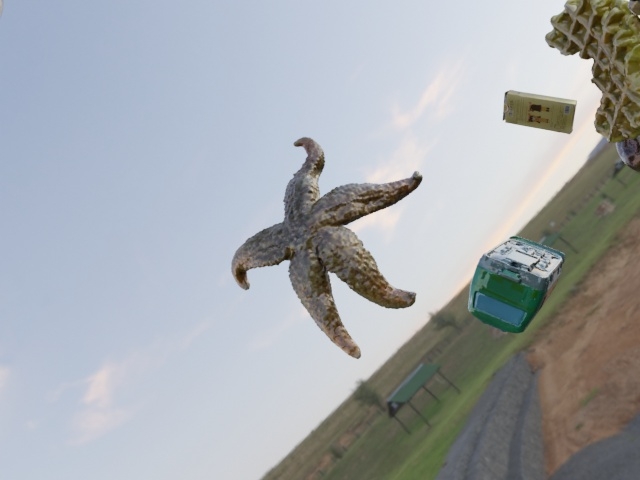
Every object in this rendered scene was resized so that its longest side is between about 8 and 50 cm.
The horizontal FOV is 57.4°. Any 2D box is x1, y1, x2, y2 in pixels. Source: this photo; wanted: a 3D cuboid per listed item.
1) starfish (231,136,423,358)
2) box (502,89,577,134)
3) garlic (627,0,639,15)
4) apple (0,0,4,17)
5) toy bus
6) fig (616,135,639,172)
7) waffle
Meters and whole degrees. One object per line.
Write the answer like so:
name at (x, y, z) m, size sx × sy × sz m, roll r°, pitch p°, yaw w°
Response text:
starfish at (-0.007, -0.004, 0.875) m, size 0.327 × 0.375 × 0.094 m, roll -12°, pitch -27°, yaw 23°
box at (0.462, -0.273, 1.238) m, size 0.020 × 0.149 × 0.073 m, roll -48°, pitch -37°, yaw -35°
garlic at (0.278, -0.081, 0.330) m, size 0.245 × 0.253 × 0.245 m, roll -23°, pitch -26°, yaw -12°
apple at (-0.755, -0.503, 1.106) m, size 0.301 × 0.301 × 0.301 m, roll -43°, pitch -19°, yaw -19°
toy bus at (0.533, 0.119, 1.589) m, size 0.344 × 0.184 × 0.199 m, roll -16°, pitch -56°, yaw -57°
fig at (0.466, -0.137, 0.815) m, size 0.098 × 0.084 × 0.082 m, roll -12°, pitch -56°, yaw -21°
waffle at (0.359, -0.219, 0.730) m, size 0.051 × 0.194 × 0.149 m, roll -23°, pitch 1°, yaw -5°
